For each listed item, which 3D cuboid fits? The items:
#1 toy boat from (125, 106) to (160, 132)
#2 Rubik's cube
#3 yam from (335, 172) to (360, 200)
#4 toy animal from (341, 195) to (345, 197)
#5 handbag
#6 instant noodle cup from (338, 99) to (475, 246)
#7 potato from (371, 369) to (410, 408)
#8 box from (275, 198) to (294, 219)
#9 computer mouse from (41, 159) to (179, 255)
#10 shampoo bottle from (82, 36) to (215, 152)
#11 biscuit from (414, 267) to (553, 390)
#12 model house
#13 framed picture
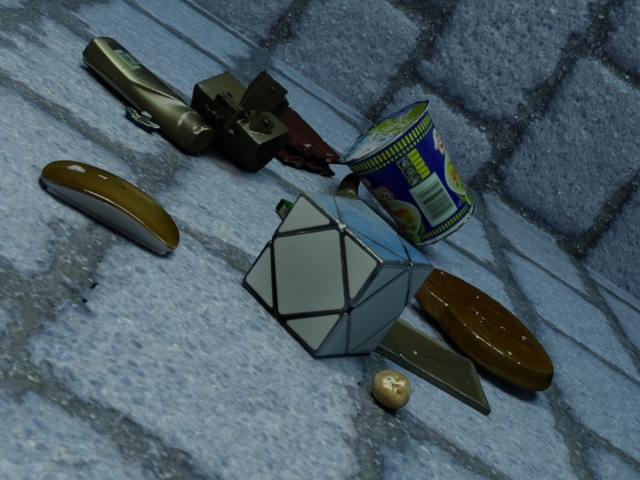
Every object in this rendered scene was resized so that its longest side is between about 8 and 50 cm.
[{"bbox_3d":[-0.377,-0.259,2.039,0.083,0.038,0.038,34,16,0],"label":"toy boat"},{"bbox_3d":[0.033,0.059,1.651,0.205,0.207,0.205,42,16,27],"label":"Rubik's cube"},{"bbox_3d":[0.075,-0.135,2.537,0.061,0.061,0.274,34,15,-5],"label":"yam"},{"bbox_3d":[0.088,-0.038,2.283,0.202,0.070,0.105,33,-3,8],"label":"toy animal"},{"bbox_3d":[-0.091,-0.289,2.618,0.275,0.084,0.260,45,17,30],"label":"handbag"},{"bbox_3d":[0.247,-0.163,2.524,0.312,0.284,0.284,55,11,-16],"label":"instant noodle cup"},{"bbox_3d":[0.118,0.243,1.576,0.068,0.062,0.083,54,-2,11],"label":"potato"},{"bbox_3d":[0.000,0.000,2.053,0.132,0.034,0.235,23,21,-36],"label":"box"},{"bbox_3d":[-0.331,-0.063,1.549,0.245,0.056,0.126,30,16,-11],"label":"computer mouse"},{"bbox_3d":[-0.378,-0.321,2.127,0.350,0.084,0.125,41,16,18],"label":"shampoo bottle"},{"bbox_3d":[0.345,0.192,2.136,0.350,0.070,0.394,28,17,-17],"label":"biscuit"},{"bbox_3d":[-0.178,-0.294,2.160,0.211,0.204,0.243,43,5,12],"label":"model house"},{"bbox_3d":[0.200,0.218,1.863,0.281,0.019,0.209,32,16,-12],"label":"framed picture"}]
